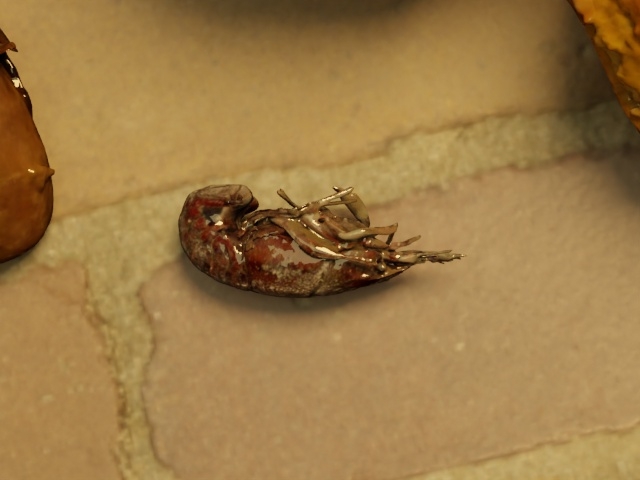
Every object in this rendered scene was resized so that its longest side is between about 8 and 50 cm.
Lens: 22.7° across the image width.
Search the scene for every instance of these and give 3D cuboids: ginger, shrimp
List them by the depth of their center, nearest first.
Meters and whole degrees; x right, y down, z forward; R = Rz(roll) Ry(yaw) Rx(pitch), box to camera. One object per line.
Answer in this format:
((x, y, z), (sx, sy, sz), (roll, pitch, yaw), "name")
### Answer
((0.000, 0.000, 0.901), (0.165, 0.056, 0.065), (0, 79, 6), "shrimp")
((-0.269, -0.116, 0.930), (0.309, 0.107, 0.133), (43, 115, 9), "ginger")

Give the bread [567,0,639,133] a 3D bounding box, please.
((0.228, -0.172, 0.795), (0.268, 0.146, 0.268), (-2, 94, -33), "bread")
